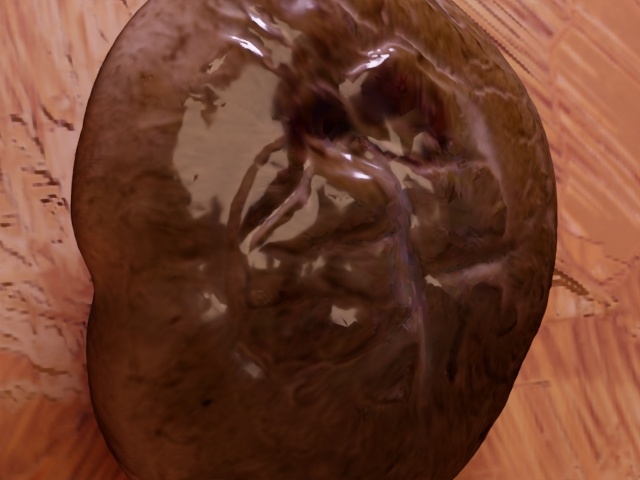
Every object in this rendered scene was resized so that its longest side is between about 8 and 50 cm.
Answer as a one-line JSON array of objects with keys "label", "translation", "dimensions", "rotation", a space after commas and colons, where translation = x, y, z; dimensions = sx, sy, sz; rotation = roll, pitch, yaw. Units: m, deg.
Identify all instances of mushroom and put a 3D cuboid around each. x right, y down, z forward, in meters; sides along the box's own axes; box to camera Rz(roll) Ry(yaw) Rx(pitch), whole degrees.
[{"label": "mushroom", "translation": [0.000, 0.000, 0.849], "dimensions": [0.278, 0.146, 0.278], "rotation": [-5, 97, -39]}]
